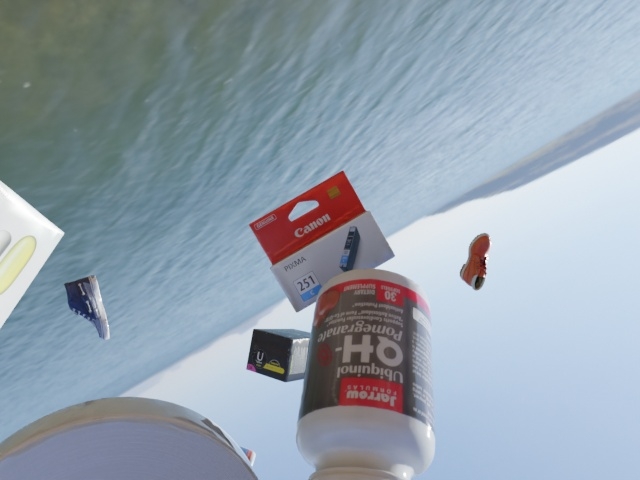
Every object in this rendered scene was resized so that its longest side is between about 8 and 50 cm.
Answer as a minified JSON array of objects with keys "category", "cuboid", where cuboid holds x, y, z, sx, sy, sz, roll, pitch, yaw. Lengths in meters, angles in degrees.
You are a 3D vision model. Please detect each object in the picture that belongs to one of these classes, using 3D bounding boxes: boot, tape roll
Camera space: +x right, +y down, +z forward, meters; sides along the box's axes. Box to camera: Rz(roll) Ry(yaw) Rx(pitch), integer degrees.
[{"category":"boot","cuboid":[0.438,0.060,1.388,0.059,0.158,0.085,7,-155,-11]},{"category":"tape roll","cuboid":[-0.241,0.382,0.581,0.392,0.392,0.072,-29,-170,-18]},{"category":"boot","cuboid":[-0.660,0.199,1.433,0.086,0.190,0.069,-15,-174,-27]}]

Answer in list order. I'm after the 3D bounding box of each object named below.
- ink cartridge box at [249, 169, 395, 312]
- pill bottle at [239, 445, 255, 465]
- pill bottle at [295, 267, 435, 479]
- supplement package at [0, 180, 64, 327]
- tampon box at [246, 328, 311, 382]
[{"category":"ink cartridge box","cuboid":[0.000,0.000,1.308,0.296,0.261,0.066,-30,-177,0]},{"category":"pill bottle","cuboid":[-0.273,0.516,1.176,0.124,0.221,0.124,-160,-90,-89]},{"category":"pill bottle","cuboid":[0.062,0.209,0.676,0.176,0.176,0.319,-33,-147,36]},{"category":"supplement package","cuboid":[-0.514,0.010,0.692,0.194,0.149,0.203,69,40,-59]},{"category":"tampon box","cuboid":[-0.077,0.274,1.227,0.120,0.102,0.161,7,176,34]}]
